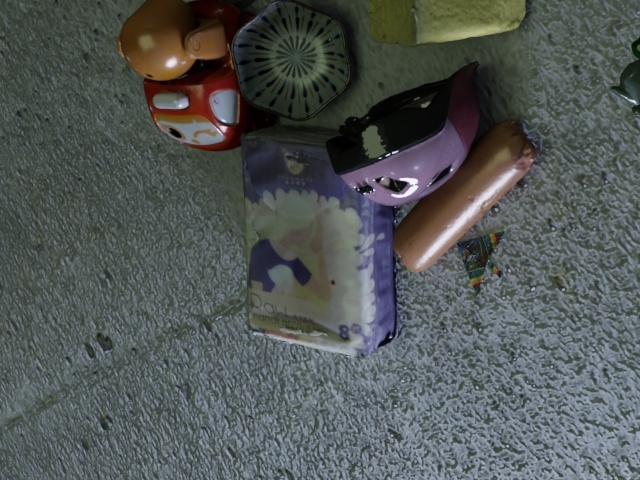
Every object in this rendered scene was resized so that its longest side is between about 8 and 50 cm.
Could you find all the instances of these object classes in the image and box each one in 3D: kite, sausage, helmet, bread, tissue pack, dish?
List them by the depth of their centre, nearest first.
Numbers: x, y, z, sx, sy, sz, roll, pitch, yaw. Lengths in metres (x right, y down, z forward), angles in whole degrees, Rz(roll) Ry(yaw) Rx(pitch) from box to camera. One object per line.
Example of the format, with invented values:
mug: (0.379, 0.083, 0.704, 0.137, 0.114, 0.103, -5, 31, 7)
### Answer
helmet: (0.132, -0.138, 1.759, 0.198, 0.253, 0.154, -17, 94, 53)
bread: (0.162, -0.415, 1.773, 0.236, 0.198, 0.263, -157, 60, -67)
sausage: (0.206, -0.063, 1.836, 0.086, 0.086, 0.289, 51, 127, 13)
kite: (0.241, 0.026, 1.885, 0.090, 0.004, 0.122, 38, 122, 22)
dish: (-0.042, -0.283, 1.941, 0.190, 0.066, 0.191, 2, 106, 5)
tissue pack: (0.000, 0.000, 1.977, 0.242, 0.125, 0.344, 10, 111, 32)

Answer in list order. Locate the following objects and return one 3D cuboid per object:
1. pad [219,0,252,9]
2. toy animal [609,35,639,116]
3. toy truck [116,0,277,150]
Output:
pad: (-0.154, -0.489, 2.013, 0.174, 0.022, 0.233, -23, 91, 38)
toy animal: (0.473, -0.253, 1.592, 0.236, 0.138, 0.108, -57, 27, 9)
toy truck: (-0.208, -0.261, 1.979, 0.189, 0.239, 0.265, 6, 108, 34)
